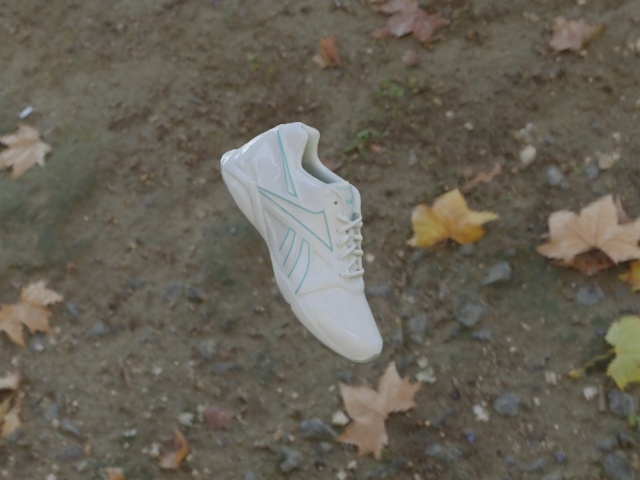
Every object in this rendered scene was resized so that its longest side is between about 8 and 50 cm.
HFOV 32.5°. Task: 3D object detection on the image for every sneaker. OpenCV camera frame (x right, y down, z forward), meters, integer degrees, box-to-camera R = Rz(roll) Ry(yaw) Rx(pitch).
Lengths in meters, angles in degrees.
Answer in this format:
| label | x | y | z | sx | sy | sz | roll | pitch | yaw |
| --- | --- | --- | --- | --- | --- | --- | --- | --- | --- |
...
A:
| label | x | y | z | sx | sy | sz | roll | pitch | yaw |
| --- | --- | --- | --- | --- | --- | --- | --- | --- | --- |
| sneaker | 0.000 | 0.000 | 0.636 | 0.061 | 0.054 | 0.152 | -32 | 81 | 17 |
